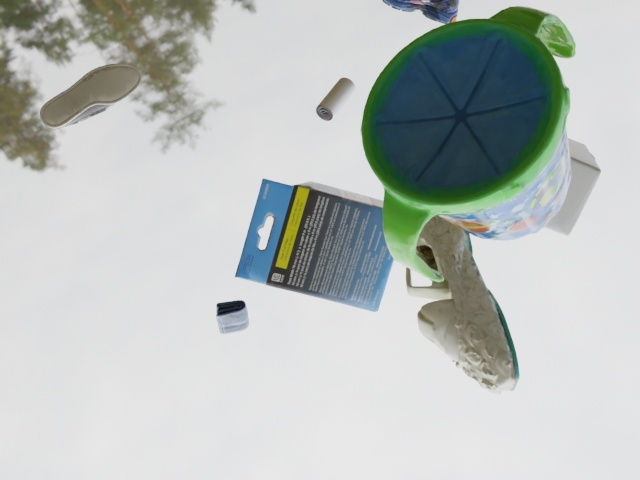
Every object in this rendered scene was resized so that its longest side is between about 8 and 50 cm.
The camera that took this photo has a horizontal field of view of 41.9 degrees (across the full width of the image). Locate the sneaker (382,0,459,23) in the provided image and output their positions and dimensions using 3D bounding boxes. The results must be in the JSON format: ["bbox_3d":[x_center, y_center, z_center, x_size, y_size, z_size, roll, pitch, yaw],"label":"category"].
[{"bbox_3d":[0.230,-0.590,1.990,0.221,0.087,0.083,15,-150,-7],"label":"sneaker"}]

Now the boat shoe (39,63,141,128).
[{"bbox_3d":[-0.439,-0.276,1.601,0.206,0.075,0.065,-31,-174,-12],"label":"boat shoe"}]

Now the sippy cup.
[{"bbox_3d":[0.198,-0.109,1.007,0.305,0.224,0.240,-29,-120,16],"label":"sippy cup"}]

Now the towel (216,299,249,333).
[{"bbox_3d":[-0.184,0.163,1.749,0.067,0.119,0.029,-9,-118,-6],"label":"towel"}]

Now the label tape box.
[{"bbox_3d":[0.000,0.000,1.870,0.333,0.241,0.106,15,-164,-9],"label":"label tape box"}]

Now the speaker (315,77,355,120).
[{"bbox_3d":[0.041,-0.387,2.290,0.055,0.055,0.136,1,-137,38],"label":"speaker"}]

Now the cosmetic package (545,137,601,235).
[{"bbox_3d":[0.344,-0.193,1.795,0.453,0.161,0.230,21,-158,1],"label":"cosmetic package"}]

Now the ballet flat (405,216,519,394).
[{"bbox_3d":[0.215,0.098,1.396,0.147,0.147,0.409,-21,-140,10],"label":"ballet flat"}]
